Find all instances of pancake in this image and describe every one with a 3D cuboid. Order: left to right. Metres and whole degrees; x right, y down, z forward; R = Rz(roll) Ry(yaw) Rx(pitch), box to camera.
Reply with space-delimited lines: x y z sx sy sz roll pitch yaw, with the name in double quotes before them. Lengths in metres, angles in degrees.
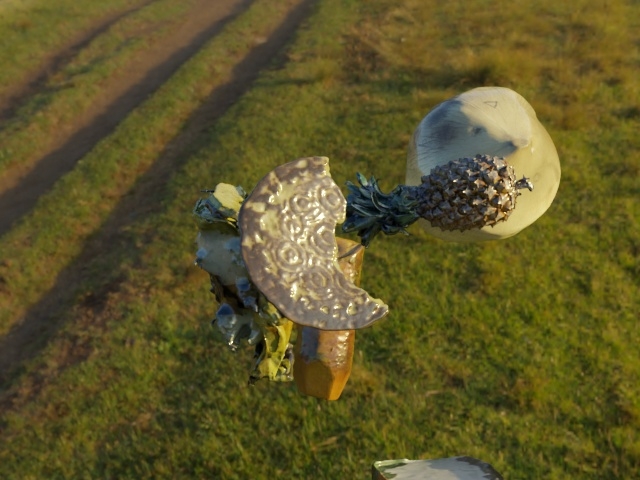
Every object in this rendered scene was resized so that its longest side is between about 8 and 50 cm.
"pancake" 0.000 0.000 0.820 0.184 0.020 0.190 21 68 -13

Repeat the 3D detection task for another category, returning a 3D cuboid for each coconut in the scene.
"coconut" 0.209 -0.100 1.023 0.224 0.224 0.224 -8 30 5

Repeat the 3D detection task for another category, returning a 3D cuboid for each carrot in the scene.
"carrot" 0.017 0.142 1.456 0.114 0.301 0.114 7 -1 0

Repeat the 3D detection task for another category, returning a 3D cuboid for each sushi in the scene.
"sushi" -0.101 0.067 1.045 0.131 0.291 0.139 -8 22 4

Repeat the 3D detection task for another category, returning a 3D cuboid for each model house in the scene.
"model house" 0.184 0.512 1.253 0.190 0.300 0.271 4 -7 -6

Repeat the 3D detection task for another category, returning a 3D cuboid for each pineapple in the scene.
"pineapple" 0.128 -0.047 0.878 0.221 0.083 0.103 -9 27 21
